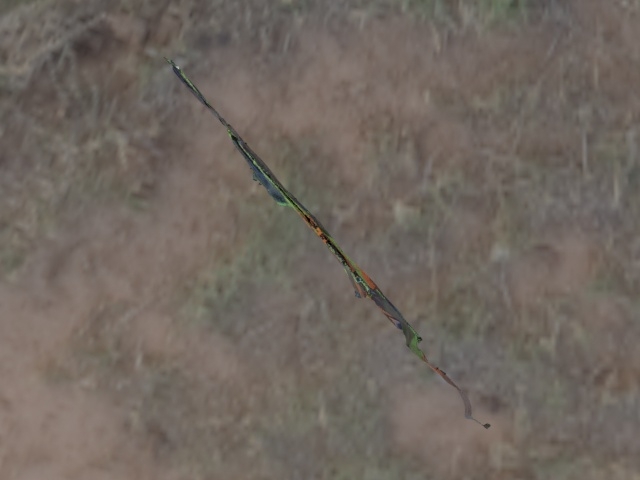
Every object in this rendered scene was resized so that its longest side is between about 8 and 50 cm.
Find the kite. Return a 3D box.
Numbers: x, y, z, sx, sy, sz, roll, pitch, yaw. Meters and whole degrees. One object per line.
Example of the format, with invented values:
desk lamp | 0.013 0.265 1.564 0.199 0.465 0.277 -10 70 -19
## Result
kite | 0.000 0.000 0.341 0.004 0.122 0.090 -42 86 1
